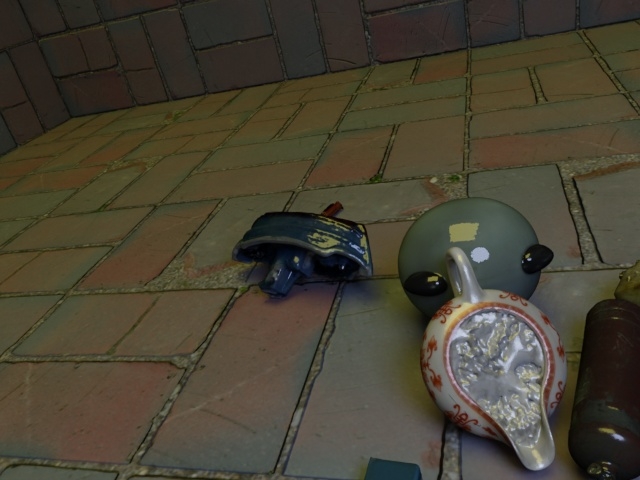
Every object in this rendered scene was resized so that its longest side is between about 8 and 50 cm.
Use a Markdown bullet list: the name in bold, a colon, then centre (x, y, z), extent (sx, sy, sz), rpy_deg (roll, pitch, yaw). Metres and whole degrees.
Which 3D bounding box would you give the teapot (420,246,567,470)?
- **teapot**: centre (0.189, 0.125, 0.623), extent (0.159, 0.246, 0.116), rpy_deg (-25, -13, 7)

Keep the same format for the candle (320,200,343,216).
- **candle**: centre (-0.006, -0.037, 1.143), extent (0.021, 0.026, 0.167), rpy_deg (4, 33, 38)

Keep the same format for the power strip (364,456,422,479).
- **power strip**: centre (0.062, 0.276, 0.538), extent (0.056, 0.032, 0.123), rpy_deg (-2, 31, 23)

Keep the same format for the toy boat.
- **toy boat**: centre (-0.039, 0.032, 0.946), extent (0.309, 0.129, 0.143), rpy_deg (4, 67, 37)

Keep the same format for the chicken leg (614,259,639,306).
- **chicken leg**: centre (0.487, 0.062, 0.675), extent (0.227, 0.088, 0.103), rpy_deg (-4, 14, 20)

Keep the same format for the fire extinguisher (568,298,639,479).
- **fire extinguisher**: centre (0.300, 0.172, 0.584), extent (0.089, 0.072, 0.268), rpy_deg (-27, 16, 41)

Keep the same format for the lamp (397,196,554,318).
- **lamp**: centre (0.205, 0.026, 0.791), extent (0.197, 0.198, 0.244), rpy_deg (-13, 5, 2)
